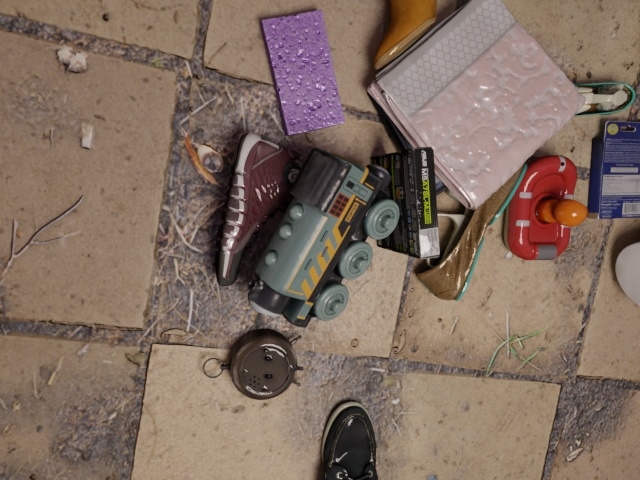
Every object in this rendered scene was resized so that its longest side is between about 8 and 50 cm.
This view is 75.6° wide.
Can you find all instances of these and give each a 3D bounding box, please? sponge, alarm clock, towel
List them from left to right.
[{"bbox_3d":[-0.130,0.244,0.802,0.192,0.064,0.129,0,97,-11],"label":"alarm clock"},{"bbox_3d":[-0.032,-0.312,0.775,0.117,0.031,0.210,-15,100,-13],"label":"sponge"},{"bbox_3d":[0.309,-0.280,0.799,0.332,0.053,0.317,-42,94,-7],"label":"towel"}]

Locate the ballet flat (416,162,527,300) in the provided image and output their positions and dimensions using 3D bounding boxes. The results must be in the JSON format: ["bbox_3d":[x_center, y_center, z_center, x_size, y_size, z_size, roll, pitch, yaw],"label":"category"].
[{"bbox_3d":[0.302,-0.043,0.868,0.124,0.116,0.342,27,93,4],"label":"ballet flat"}]

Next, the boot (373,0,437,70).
[{"bbox_3d":[0.145,-0.489,0.777,0.211,0.104,0.295,45,86,-6],"label":"boot"}]

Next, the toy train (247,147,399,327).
[{"bbox_3d":[0.000,0.000,0.729,0.190,0.142,0.333,24,100,-44],"label":"toy train"}]

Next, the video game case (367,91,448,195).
[{"bbox_3d":[0.272,-0.260,0.840,0.275,0.035,0.248,-32,95,-9],"label":"video game case"}]

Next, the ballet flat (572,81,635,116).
[{"bbox_3d":[0.582,-0.312,0.906,0.247,0.087,0.083,-9,99,-13],"label":"ballet flat"}]

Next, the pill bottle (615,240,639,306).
[{"bbox_3d":[0.928,0.030,0.963,0.408,0.229,0.228,-16,100,-12],"label":"pill bottle"}]

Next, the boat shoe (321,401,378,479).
[{"bbox_3d":[0.064,0.516,0.855,0.127,0.113,0.339,9,94,-15],"label":"boat shoe"}]

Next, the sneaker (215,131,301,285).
[{"bbox_3d":[-0.094,-0.045,0.755,0.163,0.106,0.281,11,93,-19],"label":"sneaker"}]

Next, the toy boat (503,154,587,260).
[{"bbox_3d":[0.495,-0.065,0.879,0.151,0.151,0.231,-1,97,-15],"label":"toy boat"}]

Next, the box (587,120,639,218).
[{"bbox_3d":[0.709,-0.165,0.983,0.137,0.036,0.225,-2,98,-15],"label":"box"}]

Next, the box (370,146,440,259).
[{"bbox_3d":[0.153,-0.071,0.773,0.045,0.184,0.190,-8,97,-13],"label":"box"}]
